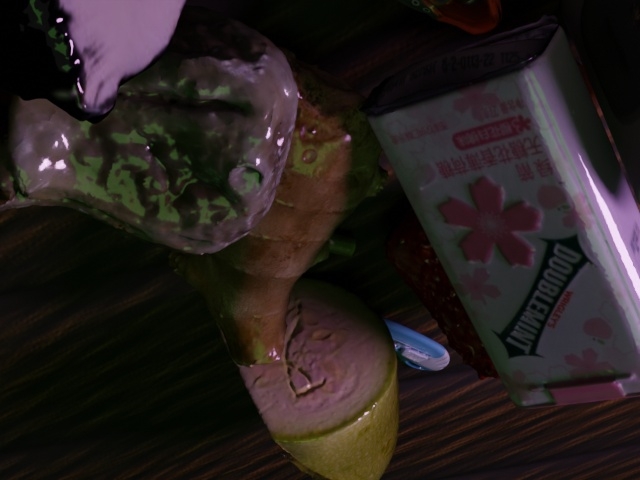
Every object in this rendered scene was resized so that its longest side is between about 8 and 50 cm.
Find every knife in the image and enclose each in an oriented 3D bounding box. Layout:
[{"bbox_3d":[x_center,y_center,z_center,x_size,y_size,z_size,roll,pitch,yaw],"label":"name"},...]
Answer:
[{"bbox_3d":[0.107,0.144,1.497,0.064,0.031,0.222,-30,140,32],"label":"knife"}]

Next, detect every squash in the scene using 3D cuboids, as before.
[{"bbox_3d":[0.000,0.000,1.280,0.083,0.027,0.027,10,139,-25],"label":"squash"},{"bbox_3d":[-0.004,0.217,1.410,0.210,0.234,0.309,-22,147,-16],"label":"squash"}]

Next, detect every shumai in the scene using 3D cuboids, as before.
[{"bbox_3d":[-0.157,-0.079,0.911,0.260,0.222,0.225,2,112,30],"label":"shumai"}]

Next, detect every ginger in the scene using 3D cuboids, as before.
[{"bbox_3d":[-0.080,-0.022,1.100,0.236,0.166,0.376,12,117,-28],"label":"ginger"}]

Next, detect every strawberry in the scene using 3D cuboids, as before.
[{"bbox_3d":[0.236,0.036,1.258,0.261,0.258,0.261,-30,164,-10],"label":"strawberry"}]

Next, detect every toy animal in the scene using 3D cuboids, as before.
[{"bbox_3d":[-0.236,-0.217,0.780,0.266,0.213,0.212,18,152,24],"label":"toy animal"}]

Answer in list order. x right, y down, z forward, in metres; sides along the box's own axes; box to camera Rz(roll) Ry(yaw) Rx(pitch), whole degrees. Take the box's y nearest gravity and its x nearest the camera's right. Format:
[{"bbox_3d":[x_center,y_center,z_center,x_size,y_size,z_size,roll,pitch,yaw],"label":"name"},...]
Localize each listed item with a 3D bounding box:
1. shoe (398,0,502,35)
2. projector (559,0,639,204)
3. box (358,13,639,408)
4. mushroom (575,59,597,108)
[{"bbox_3d":[0.085,-0.238,0.936,0.194,0.077,0.074,14,138,-30],"label":"shoe"},{"bbox_3d":[0.382,-0.187,0.935,0.248,0.249,0.248,1,143,-15],"label":"projector"},{"bbox_3d":[0.201,-0.017,1.012,0.190,0.112,0.370,-13,115,33],"label":"box"},{"bbox_3d":[0.231,-0.140,1.118,0.127,0.087,0.127,-12,126,-18],"label":"mushroom"}]
